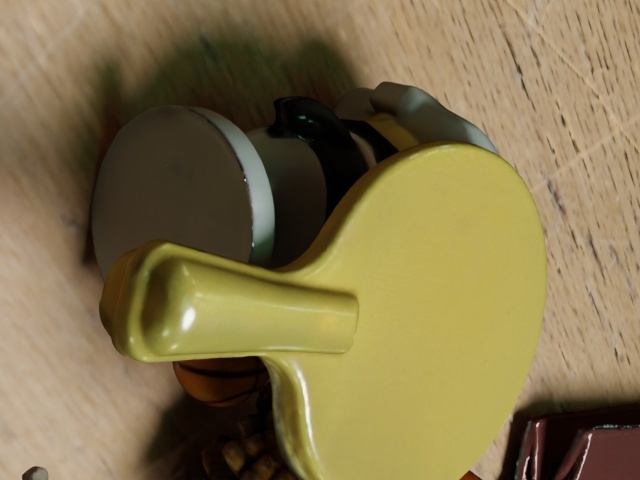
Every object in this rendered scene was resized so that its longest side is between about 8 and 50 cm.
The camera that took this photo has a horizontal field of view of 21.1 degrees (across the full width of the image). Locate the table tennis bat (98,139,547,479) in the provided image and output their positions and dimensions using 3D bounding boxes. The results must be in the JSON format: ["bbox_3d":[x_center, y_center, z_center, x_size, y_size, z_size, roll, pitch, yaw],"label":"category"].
[{"bbox_3d":[0.019,0.041,0.849,0.321,0.050,0.198,9,98,-50],"label":"table tennis bat"}]

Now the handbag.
[{"bbox_3d":[0.225,0.256,1.360,0.275,0.084,0.260,2,102,-51],"label":"handbag"}]

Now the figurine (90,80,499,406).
[{"bbox_3d":[0.000,0.000,0.942,0.236,0.133,0.176,-5,116,-48],"label":"figurine"}]

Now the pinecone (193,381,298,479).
[{"bbox_3d":[-0.005,0.172,0.986,0.173,0.173,0.173,-23,120,-45],"label":"pinecone"}]

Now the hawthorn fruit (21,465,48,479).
[{"bbox_3d":[-0.094,0.307,0.870,0.263,0.231,0.235,26,38,-26],"label":"hawthorn fruit"}]

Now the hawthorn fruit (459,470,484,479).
[{"bbox_3d":[0.073,0.209,1.135,0.125,0.140,0.125,-1,96,-14],"label":"hawthorn fruit"}]
